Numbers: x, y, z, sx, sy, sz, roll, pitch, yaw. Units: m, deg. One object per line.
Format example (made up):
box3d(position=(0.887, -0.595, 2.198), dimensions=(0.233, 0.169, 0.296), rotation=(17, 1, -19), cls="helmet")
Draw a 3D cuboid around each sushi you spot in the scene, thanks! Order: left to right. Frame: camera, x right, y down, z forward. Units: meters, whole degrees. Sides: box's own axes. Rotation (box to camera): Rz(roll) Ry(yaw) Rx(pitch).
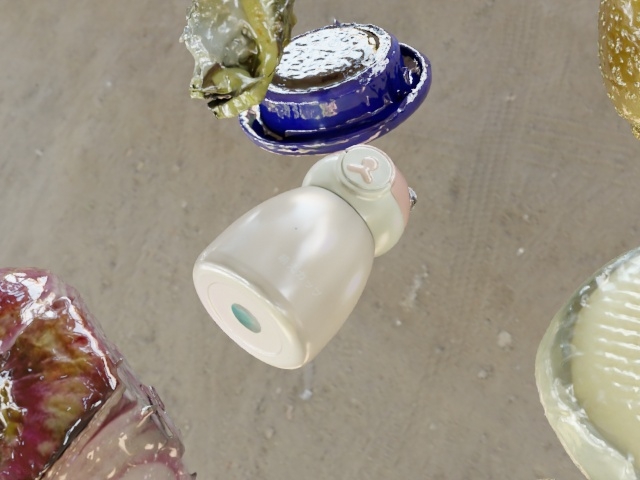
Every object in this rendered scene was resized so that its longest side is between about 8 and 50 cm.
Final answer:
box3d(position=(-0.088, -0.272, 1.069), dimensions=(0.139, 0.131, 0.291), rotation=(-171, 82, -70), cls="sushi")

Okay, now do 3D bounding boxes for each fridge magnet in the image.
box3d(position=(0.016, -0.202, 1.360), dimensions=(0.265, 0.113, 0.265), rotation=(-13, 35, 9), cls="fridge magnet")

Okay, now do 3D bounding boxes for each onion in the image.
box3d(position=(-0.213, 0.152, 0.653), dimensions=(0.230, 0.273, 0.256), rotation=(29, 42, 25), cls="onion")

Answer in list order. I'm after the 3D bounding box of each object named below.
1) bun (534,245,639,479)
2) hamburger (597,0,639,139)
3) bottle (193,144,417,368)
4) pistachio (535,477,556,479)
box3d(position=(0.341, 0.134, 0.932), dimensions=(0.287, 0.146, 0.287), rotation=(-1, 62, 1), cls="bun")
box3d(position=(0.356, -0.202, 1.062), dimensions=(0.122, 0.215, 0.189), rotation=(-1, 19, 0), cls="hamburger")
box3d(position=(0.000, 0.000, 1.025), dimensions=(0.147, 0.148, 0.236), rotation=(9, 47, 49), cls="bottle")
box3d(position=(0.162, 0.302, 0.912), dimensions=(0.201, 0.117, 0.145), rotation=(-64, 26, -5), cls="pistachio")
